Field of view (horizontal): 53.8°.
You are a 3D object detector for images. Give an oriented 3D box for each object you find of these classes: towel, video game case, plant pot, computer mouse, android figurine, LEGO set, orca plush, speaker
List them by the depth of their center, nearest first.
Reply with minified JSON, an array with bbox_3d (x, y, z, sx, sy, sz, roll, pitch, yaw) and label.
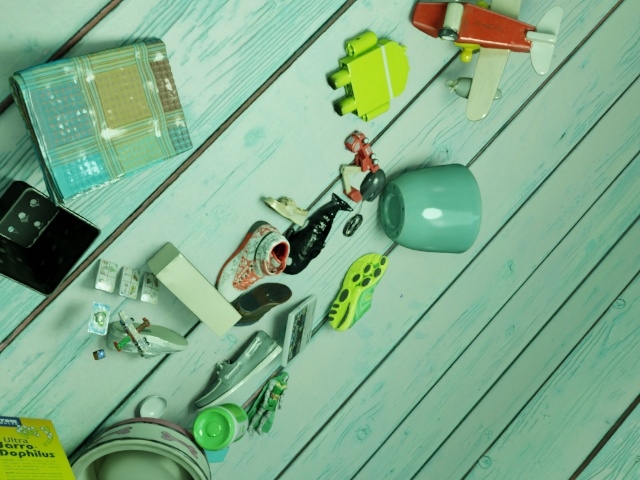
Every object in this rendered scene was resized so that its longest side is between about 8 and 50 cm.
[{"bbox_3d":[-0.445,-0.264,1.345,0.370,0.040,0.272,-34,120,-43],"label":"towel"},{"bbox_3d":[-0.625,-0.023,1.363,0.187,0.167,0.188,-52,133,-2],"label":"plant pot"},{"bbox_3d":[-0.509,0.189,1.601,0.182,0.060,0.244,23,63,-43],"label":"LEGO set"},{"bbox_3d":[0.147,-0.465,1.790,0.272,0.056,0.248,-34,130,-18],"label":"android figurine"},{"bbox_3d":[-0.293,0.551,1.876,0.131,0.131,0.296,-46,170,-7],"label":"speaker"},{"bbox_3d":[0.000,0.000,1.904,0.287,0.102,0.151,-42,133,-12],"label":"orca plush"},{"bbox_3d":[0.329,-0.097,1.993,0.235,0.293,0.293,-3,117,-20],"label":"plant pot"},{"bbox_3d":[0.141,-0.115,1.993,0.071,0.041,0.242,14,105,-42],"label":"computer mouse"},{"bbox_3d":[-0.068,0.285,2.015,0.173,0.022,0.190,-34,139,-59],"label":"video game case"}]

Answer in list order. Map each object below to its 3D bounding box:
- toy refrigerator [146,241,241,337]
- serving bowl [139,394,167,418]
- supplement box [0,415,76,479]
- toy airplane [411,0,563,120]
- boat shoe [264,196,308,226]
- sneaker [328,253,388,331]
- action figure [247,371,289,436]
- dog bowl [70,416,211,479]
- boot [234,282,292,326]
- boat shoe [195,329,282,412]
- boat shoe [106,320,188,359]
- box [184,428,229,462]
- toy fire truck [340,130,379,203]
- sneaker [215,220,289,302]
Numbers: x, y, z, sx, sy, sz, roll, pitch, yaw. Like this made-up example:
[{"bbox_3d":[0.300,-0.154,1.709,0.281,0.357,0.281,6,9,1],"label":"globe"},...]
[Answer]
[{"bbox_3d":[-0.339,0.137,1.690,0.094,0.102,0.269,-44,124,-8],"label":"toy refrigerator"},{"bbox_3d":[-0.492,0.484,1.846,0.083,0.027,0.083,-19,125,-30],"label":"serving bowl"},{"bbox_3d":[-0.728,0.605,1.503,0.195,0.356,0.194,22,100,-43],"label":"supplement box"},{"bbox_3d":[0.499,-0.602,1.842,0.386,0.272,0.384,-34,100,-1],"label":"toy airplane"},{"bbox_3d":[-0.096,-0.096,1.809,0.170,0.063,0.059,30,92,-53],"label":"boat shoe"},{"bbox_3d":[0.128,0.171,2.118,0.296,0.109,0.123,-57,157,1],"label":"sneaker"},{"bbox_3d":[-0.170,0.540,2.109,0.137,0.063,0.232,26,94,-40],"label":"action figure"},{"bbox_3d":[-0.491,0.674,1.761,0.407,0.150,0.408,0,111,-1],"label":"dog bowl"},{"bbox_3d":[-0.186,0.194,1.909,0.219,0.082,0.106,-14,153,-47],"label":"boot"},{"bbox_3d":[-0.270,0.403,1.950,0.319,0.116,0.099,-38,89,-6],"label":"boat shoe"},{"bbox_3d":[-0.474,0.280,1.719,0.227,0.079,0.081,19,109,-36],"label":"boat shoe"},{"bbox_3d":[-0.411,0.636,1.944,0.244,0.100,0.060,14,107,-41],"label":"box"},{"bbox_3d":[0.107,-0.221,1.902,0.135,0.047,0.192,-41,132,-11],"label":"toy fire truck"},{"bbox_3d":[-0.190,0.084,1.774,0.090,0.145,0.270,29,95,-44],"label":"sneaker"}]
